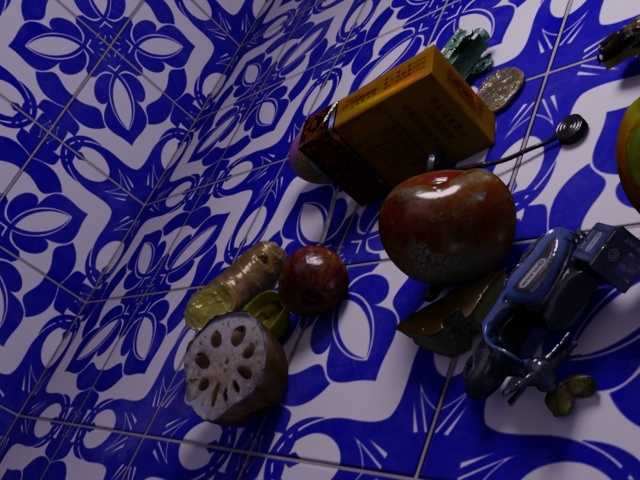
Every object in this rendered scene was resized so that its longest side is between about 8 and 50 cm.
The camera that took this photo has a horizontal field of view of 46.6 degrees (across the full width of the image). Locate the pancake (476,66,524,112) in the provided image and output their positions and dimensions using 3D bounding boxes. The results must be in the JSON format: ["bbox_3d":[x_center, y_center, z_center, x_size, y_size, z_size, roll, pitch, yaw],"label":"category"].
[{"bbox_3d":[0.434,-0.366,1.828,0.151,0.025,0.152,-33,34,26],"label":"pancake"}]

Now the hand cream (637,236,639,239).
[{"bbox_3d":[0.577,-0.002,1.204,0.216,0.038,0.052,-25,64,30],"label":"hand cream"}]

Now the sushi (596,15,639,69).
[{"bbox_3d":[0.691,-0.407,1.439,0.139,0.131,0.291,-39,14,-32],"label":"sushi"}]

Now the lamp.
[{"bbox_3d":[0.382,-0.197,1.614,0.371,0.108,0.130,-17,41,44],"label":"lamp"}]

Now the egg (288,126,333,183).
[{"bbox_3d":[0.023,-0.253,2.094,0.271,0.196,0.196,-29,32,60],"label":"egg"}]

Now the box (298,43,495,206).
[{"bbox_3d":[0.179,-0.264,1.813,0.415,0.264,0.116,-25,39,37],"label":"box"}]

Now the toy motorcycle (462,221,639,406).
[{"bbox_3d":[0.363,0.127,1.217,0.358,0.125,0.212,-55,14,1],"label":"toy motorcycle"}]

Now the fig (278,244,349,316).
[{"bbox_3d":[-0.014,0.077,1.790,0.175,0.175,0.207,-32,23,28],"label":"fig"}]

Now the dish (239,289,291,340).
[{"bbox_3d":[-0.136,0.211,1.874,0.207,0.080,0.149,-28,37,31],"label":"dish"}]

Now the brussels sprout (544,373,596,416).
[{"bbox_3d":[0.391,0.240,1.163,0.083,0.046,0.051,-36,27,4],"label":"brussels sprout"}]

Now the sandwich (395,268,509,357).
[{"bbox_3d":[0.262,0.152,1.389,0.244,0.090,0.088,-33,29,22],"label":"sandwich"}]

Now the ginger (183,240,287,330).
[{"bbox_3d":[-0.225,0.127,1.992,0.354,0.126,0.190,-37,-13,-38],"label":"ginger"}]

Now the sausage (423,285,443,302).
[{"bbox_3d":[0.225,0.099,1.468,0.025,0.028,0.198,-6,3,14],"label":"sausage"}]

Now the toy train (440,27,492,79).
[{"bbox_3d":[0.321,-0.440,1.965,0.307,0.126,0.189,-53,29,-7],"label":"toy train"}]

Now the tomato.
[{"bbox_3d":[0.248,-0.020,1.455,0.270,0.223,0.270,-15,11,3],"label":"tomato"}]

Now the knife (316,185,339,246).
[{"bbox_3d":[0.002,0.001,1.912,0.047,0.017,0.298,152,138,-80],"label":"knife"}]

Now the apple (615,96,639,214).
[{"bbox_3d":[0.576,-0.136,1.135,0.246,0.226,0.246,-26,19,10],"label":"apple"}]

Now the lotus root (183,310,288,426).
[{"bbox_3d":[-0.178,0.311,1.711,0.272,0.192,0.272,-22,47,26],"label":"lotus root"}]
